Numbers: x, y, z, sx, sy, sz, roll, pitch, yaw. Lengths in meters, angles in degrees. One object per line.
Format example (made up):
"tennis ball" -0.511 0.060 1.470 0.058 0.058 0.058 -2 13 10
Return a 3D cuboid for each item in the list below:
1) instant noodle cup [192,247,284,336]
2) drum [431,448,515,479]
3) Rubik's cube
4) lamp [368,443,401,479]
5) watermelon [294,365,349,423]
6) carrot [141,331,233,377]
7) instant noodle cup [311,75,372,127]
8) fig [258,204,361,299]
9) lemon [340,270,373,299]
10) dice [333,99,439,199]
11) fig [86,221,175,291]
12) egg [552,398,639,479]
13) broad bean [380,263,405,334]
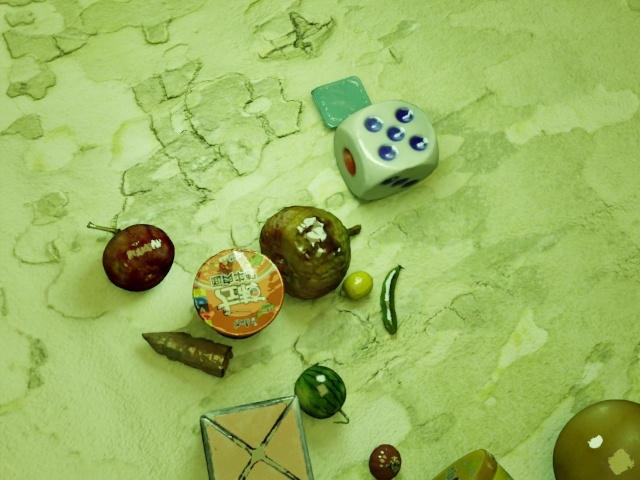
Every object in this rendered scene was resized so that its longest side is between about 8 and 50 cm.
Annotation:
"instant noodle cup" -0.234 0.166 1.872 0.250 0.192 0.251 3 70 -7
"drum" 0.334 0.732 1.632 0.431 0.431 0.214 -40 79 -18
"Rubik's cube" -0.164 0.557 1.711 0.259 0.260 0.255 -9 74 -8
"lamp" 0.179 0.613 1.823 0.101 0.090 0.101 -5 97 -38
"watermelon" 0.013 0.437 1.839 0.140 0.141 0.187 -41 83 -18
"carrot" -0.379 0.306 1.857 0.263 0.102 0.102 17 69 0
"instant noodle cup" 0.071 -0.449 2.195 0.179 0.070 0.157 -20 76 -14
"fig" 0.000 0.000 1.962 0.286 0.286 0.368 47 41 10
"lemon" 0.109 0.138 1.986 0.110 0.082 0.082 -32 78 -18
"dice" 0.200 -0.279 2.052 0.251 0.259 0.243 -18 75 -14
"fig" -0.535 0.026 1.909 0.203 0.186 0.249 -38 46 -4
"egg" 0.798 0.593 1.807 0.351 0.283 0.283 -36 79 -21
"broad bean" 0.216 0.173 2.010 0.069 0.039 0.227 15 69 -8
